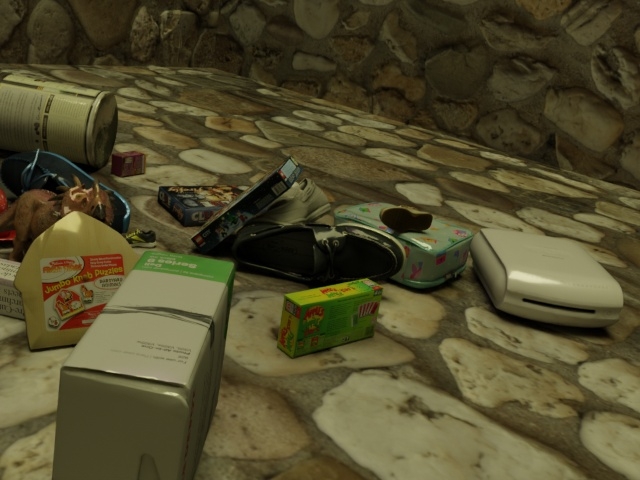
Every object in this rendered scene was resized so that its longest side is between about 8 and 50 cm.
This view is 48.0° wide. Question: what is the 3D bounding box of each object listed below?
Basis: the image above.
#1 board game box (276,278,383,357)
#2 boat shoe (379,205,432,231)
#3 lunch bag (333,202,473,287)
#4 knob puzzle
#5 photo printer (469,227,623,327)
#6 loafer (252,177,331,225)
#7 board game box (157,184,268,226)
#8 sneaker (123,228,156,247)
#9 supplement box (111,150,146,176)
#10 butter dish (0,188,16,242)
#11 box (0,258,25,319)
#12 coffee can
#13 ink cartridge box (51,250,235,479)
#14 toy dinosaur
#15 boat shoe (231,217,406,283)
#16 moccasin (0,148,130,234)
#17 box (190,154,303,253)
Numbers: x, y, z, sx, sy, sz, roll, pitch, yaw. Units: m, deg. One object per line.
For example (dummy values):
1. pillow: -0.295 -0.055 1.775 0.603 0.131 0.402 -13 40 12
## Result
1. board game box: 0.018 0.123 1.165 0.181 0.092 0.043 -8 25 -41
2. boat shoe: 0.165 -0.046 1.451 0.135 0.050 0.045 9 13 -38
3. lunch bag: 0.181 0.005 1.551 0.279 0.108 0.224 23 22 32
4. knob puzzle: -0.355 0.054 1.066 0.213 0.213 0.030 -3 -7 -33
5. photo printer: 0.461 0.077 1.488 0.255 0.107 0.307 9 19 -3
6. loafer: -0.076 -0.074 1.602 0.112 0.112 0.319 -27 1 22
7. board game box: -0.237 -0.085 1.690 0.243 0.042 0.165 -4 24 -34
8. sneaker: -0.366 -0.007 1.420 0.083 0.035 0.031 1 21 -24
9. supplement box: -0.497 -0.199 1.862 0.043 0.055 0.083 20 21 29
10. butter dish: -0.642 -0.068 1.329 0.159 0.118 0.160 -2 23 -29
11. box: -0.546 0.057 1.109 0.323 0.067 0.063 13 21 6
12. coffee can: -0.688 -0.307 1.848 0.275 0.202 0.201 11 19 0
13. ink cartridge box: -0.181 0.162 0.780 0.121 0.211 0.289 10 19 -2
14. toy dinosaur: -0.450 -0.035 1.210 0.295 0.201 0.127 16 20 19
15. boat shoe: -0.012 0.027 1.368 0.339 0.127 0.113 13 21 14
16. moccasin: -0.538 -0.099 1.447 0.341 0.138 0.116 19 26 26
17. box: -0.148 -0.076 1.475 0.044 0.233 0.159 51 17 -10
